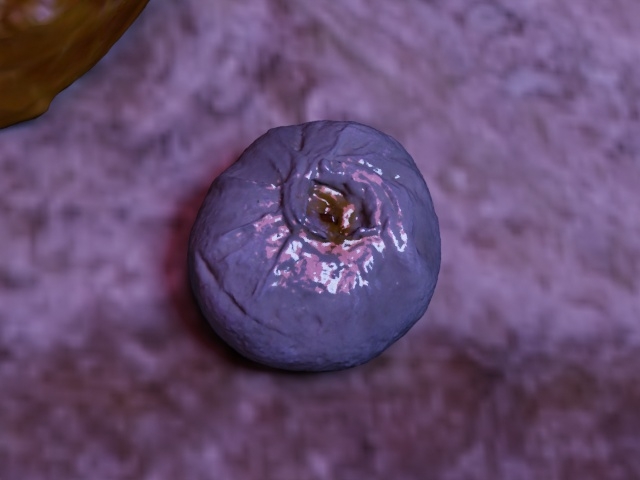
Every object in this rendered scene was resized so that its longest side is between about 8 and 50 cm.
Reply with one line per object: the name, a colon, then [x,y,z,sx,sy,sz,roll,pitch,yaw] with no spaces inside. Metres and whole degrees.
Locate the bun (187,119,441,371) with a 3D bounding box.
bun: [0.000,0.000,0.579,0.083,0.045,0.083,5,61,-10]

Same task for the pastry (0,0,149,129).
pastry: [-0.139,-0.164,0.548,0.237,0.170,0.256,35,64,5]
